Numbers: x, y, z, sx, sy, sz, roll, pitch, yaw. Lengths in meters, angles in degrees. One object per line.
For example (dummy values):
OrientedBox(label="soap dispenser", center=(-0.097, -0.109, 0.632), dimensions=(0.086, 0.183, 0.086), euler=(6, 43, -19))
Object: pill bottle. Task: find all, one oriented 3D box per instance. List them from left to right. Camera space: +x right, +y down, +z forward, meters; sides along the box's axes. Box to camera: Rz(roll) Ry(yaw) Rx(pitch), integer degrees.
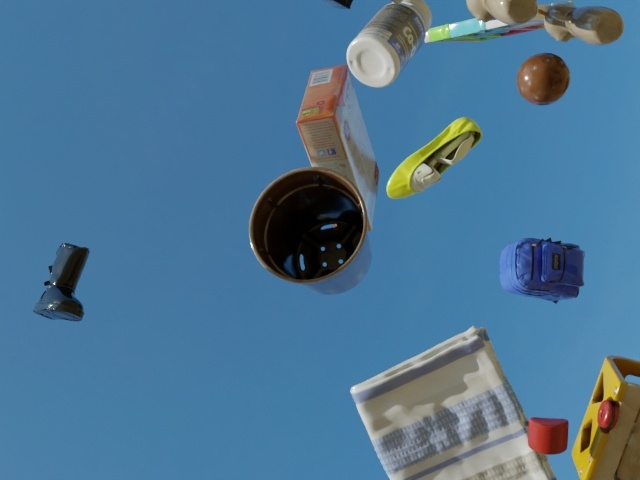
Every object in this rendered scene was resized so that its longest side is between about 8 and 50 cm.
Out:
OrientedBox(label="pill bottle", center=(0.099, -0.278, 1.033), dimensions=(0.078, 0.078, 0.137), euler=(58, -132, -28))

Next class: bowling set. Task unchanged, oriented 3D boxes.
OrientedBox(label="bowling set", center=(0.224, -0.255, 0.787), dimensions=(0.287, 0.154, 0.199), euler=(15, -72, -12))

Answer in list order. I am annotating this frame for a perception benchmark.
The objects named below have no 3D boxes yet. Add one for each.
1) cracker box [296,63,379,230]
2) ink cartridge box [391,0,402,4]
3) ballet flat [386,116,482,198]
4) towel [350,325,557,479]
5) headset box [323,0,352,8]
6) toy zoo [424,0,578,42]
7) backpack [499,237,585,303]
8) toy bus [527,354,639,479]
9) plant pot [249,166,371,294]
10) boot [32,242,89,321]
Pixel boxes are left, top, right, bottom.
OrientedBox(label="cracker box", center=(0.034, -0.146, 1.225), dimensions=(0.067, 0.155, 0.232), euler=(-8, -50, 17))
OrientedBox(label="ink cartridge box", center=(0.077, -0.391, 0.880), dimensions=(0.127, 0.175, 0.072), euler=(-41, -26, 24))
OrientedBox(label="ballet flat", center=(0.233, -0.159, 1.512), dimensions=(0.231, 0.077, 0.077), euler=(-42, -50, 1))
OrientedBox(label="towel", center=(0.186, 0.282, 1.006), dimensions=(0.209, 0.034, 0.285), euler=(-26, -99, 8))
OrientedBox(label="headset box", center=(-0.042, -0.510, 1.079), dimensions=(0.283, 0.131, 0.246), euler=(21, -77, -17))
OrientedBox(label="toy zoo", center=(0.383, -0.441, 1.519), dimensions=(0.192, 0.293, 0.030), euler=(-14, -79, -40))
OrientedBox(label="backpack", center=(0.353, 0.040, 1.197), dimensions=(0.120, 0.101, 0.097), euler=(9, -109, -11))
OrientedBox(label="toy bus", center=(0.309, 0.219, 0.758), dimensions=(0.202, 0.104, 0.190), euler=(-29, -83, 14))
OrientedBox(label="plant pot", center=(0.000, 0.000, 1.089), dimensions=(0.167, 0.167, 0.165), euler=(-55, -20, -6))
OrientedBox(label="boot", center=(-0.329, 0.053, 0.980), dimensions=(0.045, 0.121, 0.099), euler=(31, -112, -33))
